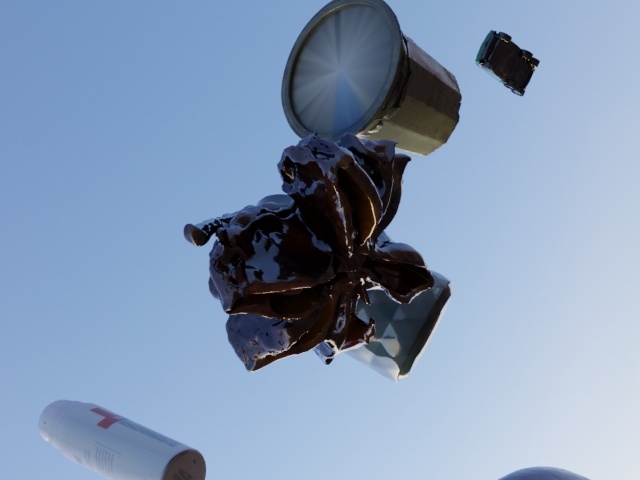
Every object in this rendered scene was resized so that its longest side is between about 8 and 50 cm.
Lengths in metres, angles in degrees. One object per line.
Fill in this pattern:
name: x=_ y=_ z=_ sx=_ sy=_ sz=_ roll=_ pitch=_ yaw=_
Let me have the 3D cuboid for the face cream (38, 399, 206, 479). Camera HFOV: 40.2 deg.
face cream: x=-0.336 y=0.334 z=1.420 sx=0.102 sy=0.346 sz=0.101 roll=-17 pitch=-67 yaw=-48

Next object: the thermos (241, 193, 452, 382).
thermos: x=0.014 y=0.042 z=1.085 sx=0.145 sy=0.287 sz=0.182 roll=-54 pitch=-13 yaw=-34

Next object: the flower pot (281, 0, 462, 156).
flower pot: x=0.088 y=-0.215 z=1.226 sx=0.203 sy=0.212 sz=0.212 roll=11 pitch=-83 yaw=-45

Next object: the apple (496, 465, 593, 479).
apple: x=0.330 y=0.456 z=1.191 sx=0.235 sy=0.306 sz=0.305 roll=-22 pitch=-56 yaw=-52

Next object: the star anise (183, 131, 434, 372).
star anise: x=0.000 y=0.000 z=0.654 sx=0.190 sy=0.125 sz=0.220 roll=-29 pitch=-38 yaw=-12

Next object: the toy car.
toy car: x=0.316 y=-0.309 z=1.514 sx=0.165 sy=0.063 sz=0.071 roll=18 pitch=-80 yaw=-51
